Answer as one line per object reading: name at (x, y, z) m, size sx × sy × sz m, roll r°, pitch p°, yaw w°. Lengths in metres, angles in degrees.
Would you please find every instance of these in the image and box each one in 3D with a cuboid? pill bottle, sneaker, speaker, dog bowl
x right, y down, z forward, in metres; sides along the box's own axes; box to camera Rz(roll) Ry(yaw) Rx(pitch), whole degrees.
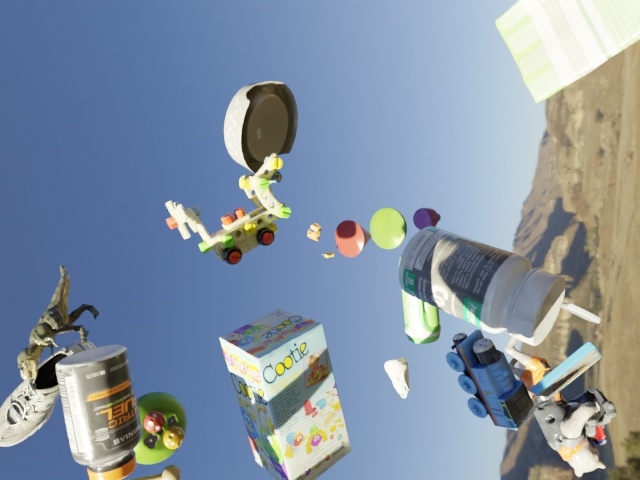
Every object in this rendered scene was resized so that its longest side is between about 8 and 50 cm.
pill bottle at (0.396, 0.107, 1.169) m, size 0.204 × 0.361 × 0.204 m, roll -22°, pitch -58°, yaw -39°
sneaker at (-0.645, 0.337, 1.049) m, size 0.281 × 0.105 × 0.115 m, roll -52°, pitch -6°, yaw -12°
pill bottle at (-0.427, 0.341, 0.910) m, size 0.130 × 0.130 × 0.246 m, roll -16°, pitch -83°, yaw -61°
speaker at (0.340, 0.193, 1.583) m, size 0.131 × 0.131 × 0.297 m, roll -21°, pitch -74°, yaw -60°
sneaker at (0.270, 0.466, 1.558) m, size 0.212 × 0.080 × 0.094 m, roll 64°, pitch -169°, yaw -51°
dog bowl at (-0.222, -0.423, 1.732) m, size 0.349 × 0.102 × 0.349 m, roll -41°, pitch -39°, yaw -45°

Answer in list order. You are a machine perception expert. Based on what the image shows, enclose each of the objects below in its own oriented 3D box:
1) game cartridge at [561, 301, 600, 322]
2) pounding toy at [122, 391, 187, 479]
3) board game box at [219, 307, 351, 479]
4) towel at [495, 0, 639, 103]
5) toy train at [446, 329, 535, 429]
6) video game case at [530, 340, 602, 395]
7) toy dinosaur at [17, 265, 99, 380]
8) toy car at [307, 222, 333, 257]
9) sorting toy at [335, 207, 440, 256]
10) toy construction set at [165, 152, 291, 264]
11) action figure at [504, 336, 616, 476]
game cartridge at (0.625, 0.173, 1.115) m, size 0.017 × 0.083 × 0.056 m, roll -63°, pitch -2°, yaw 3°
pounding toy at (-0.422, 0.520, 1.206) m, size 0.183 × 0.110 × 0.237 m, roll 15°, pitch -112°, yaw -35°
board game box at (-0.064, 0.290, 0.867) m, size 0.144 × 0.142 × 0.275 m, roll -22°, pitch -72°, yaw -34°
towel at (0.242, -0.216, 0.423) m, size 0.023 × 0.152 × 0.113 m, roll 0°, pitch -114°, yaw -38°
toy train at (0.308, 0.252, 0.849) m, size 0.080 × 0.105 × 0.184 m, roll -28°, pitch -86°, yaw -31°
video game case at (0.418, 0.222, 0.781) m, size 0.119 × 0.015 × 0.166 m, roll -46°, pitch -36°, yaw 13°
toy dinosaur at (-0.568, 0.177, 1.031) m, size 0.064 × 0.118 × 0.268 m, roll 121°, pitch 159°, yaw -52°
toy car at (0.000, 0.000, 1.516) m, size 0.040 × 0.122 × 0.060 m, roll -19°, pitch -33°, yaw -45°
sorting toy at (0.222, -0.036, 1.473) m, size 0.126 × 0.365 × 0.127 m, roll -7°, pitch -96°, yaw -50°
toy construction set at (-0.220, -0.070, 1.189) m, size 0.327 × 0.151 × 0.215 m, roll -24°, pitch -63°, yaw -13°
action figure at (0.585, 0.442, 1.201) m, size 0.341 × 0.178 × 0.330 m, roll 78°, pitch 168°, yaw -50°
